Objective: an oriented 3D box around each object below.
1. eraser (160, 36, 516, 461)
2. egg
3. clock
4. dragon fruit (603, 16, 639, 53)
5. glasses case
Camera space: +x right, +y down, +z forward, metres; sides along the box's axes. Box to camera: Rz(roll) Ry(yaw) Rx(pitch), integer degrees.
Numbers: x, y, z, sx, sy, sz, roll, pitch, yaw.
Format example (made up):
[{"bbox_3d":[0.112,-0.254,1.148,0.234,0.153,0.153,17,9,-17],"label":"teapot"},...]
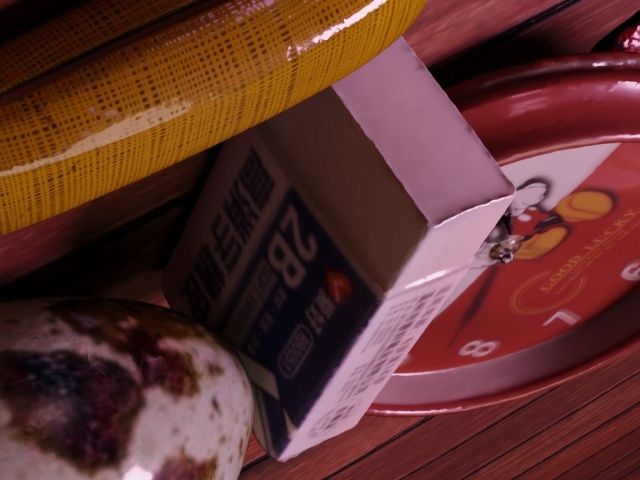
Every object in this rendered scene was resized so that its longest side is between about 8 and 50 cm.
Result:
[{"bbox_3d":[0.000,0.000,0.754,0.068,0.124,0.210,-20,156,-33],"label":"eraser"},{"bbox_3d":[-0.133,0.109,0.732,0.231,0.169,0.169,-27,159,-28],"label":"egg"},{"bbox_3d":[0.108,0.000,0.940,0.318,0.080,0.318,-13,149,-8],"label":"clock"},{"bbox_3d":[0.237,-0.115,0.951,0.131,0.063,0.097,-38,160,8],"label":"dragon fruit"},{"bbox_3d":[-0.059,-0.065,0.605,0.234,0.064,0.079,-27,160,-19],"label":"glasses case"}]
